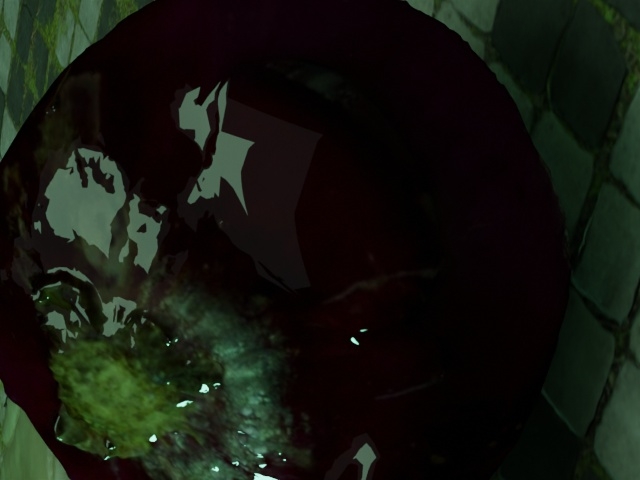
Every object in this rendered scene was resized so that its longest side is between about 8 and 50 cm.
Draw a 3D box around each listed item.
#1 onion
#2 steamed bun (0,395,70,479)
[{"bbox_3d":[0.000,0.000,1.200,0.398,0.420,0.398,7,110,20],"label":"onion"},{"bbox_3d":[-0.158,0.262,1.568,0.334,0.233,0.312,140,124,-68],"label":"steamed bun"}]
